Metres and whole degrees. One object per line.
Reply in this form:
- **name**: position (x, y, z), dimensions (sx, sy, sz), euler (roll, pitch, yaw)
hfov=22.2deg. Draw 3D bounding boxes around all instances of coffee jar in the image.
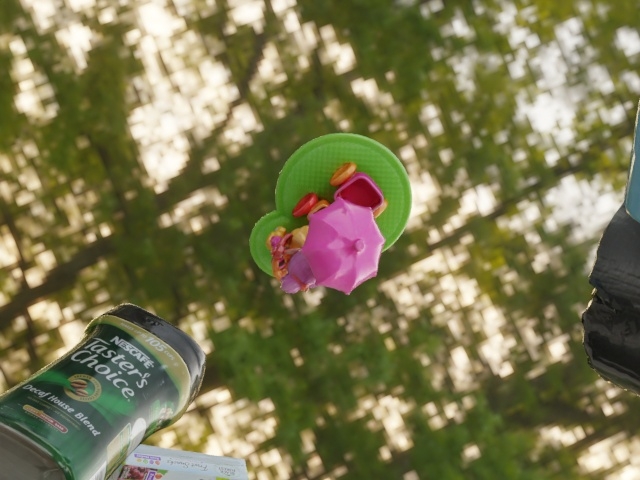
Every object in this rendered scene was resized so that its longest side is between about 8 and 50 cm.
- **coffee jar**: position (-0.164, 0.119, 1.173), dimensions (0.096, 0.184, 0.079), euler (27, -54, 16)

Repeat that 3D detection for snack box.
- **snack box**: position (-0.160, 0.270, 1.740), dimensions (0.037, 0.141, 0.100), euler (-107, -144, -50)

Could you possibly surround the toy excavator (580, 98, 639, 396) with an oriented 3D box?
- **toy excavator**: position (0.229, -0.103, 0.594), dimensions (0.222, 0.433, 0.445), euler (25, -59, 40)

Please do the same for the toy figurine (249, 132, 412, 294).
- **toy figurine**: position (0.000, 0.000, 1.477), dimensions (0.130, 0.173, 0.159), euler (49, 17, -13)
